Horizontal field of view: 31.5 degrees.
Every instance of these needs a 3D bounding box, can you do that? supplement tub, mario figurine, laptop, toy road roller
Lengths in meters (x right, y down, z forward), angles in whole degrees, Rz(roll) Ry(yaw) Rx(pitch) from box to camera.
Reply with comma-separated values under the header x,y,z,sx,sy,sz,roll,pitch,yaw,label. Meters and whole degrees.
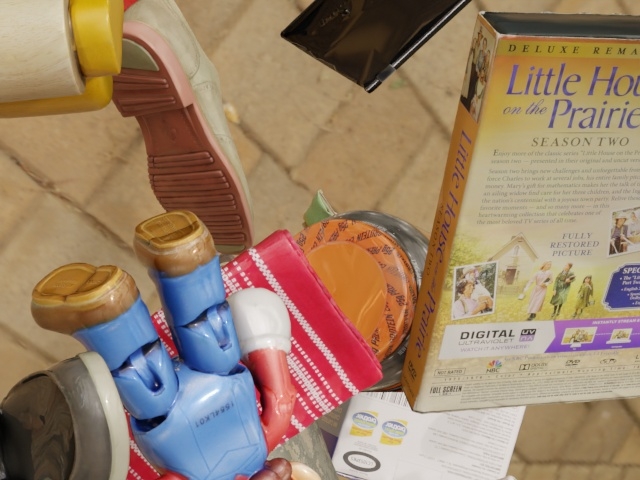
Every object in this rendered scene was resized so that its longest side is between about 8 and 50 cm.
x,y,z,sx,sy,sz,roll,pitch,yaw,label
0.075,0.077,1.347,0.207,0.207,0.338,-66,157,2,supplement tub
-0.104,0.145,0.836,0.198,0.170,0.320,-16,111,4,mario figurine
0.126,-0.436,1.671,0.382,0.408,0.236,-41,121,16,laptop
-0.301,-0.207,1.185,0.202,0.329,0.240,-6,130,-3,toy road roller

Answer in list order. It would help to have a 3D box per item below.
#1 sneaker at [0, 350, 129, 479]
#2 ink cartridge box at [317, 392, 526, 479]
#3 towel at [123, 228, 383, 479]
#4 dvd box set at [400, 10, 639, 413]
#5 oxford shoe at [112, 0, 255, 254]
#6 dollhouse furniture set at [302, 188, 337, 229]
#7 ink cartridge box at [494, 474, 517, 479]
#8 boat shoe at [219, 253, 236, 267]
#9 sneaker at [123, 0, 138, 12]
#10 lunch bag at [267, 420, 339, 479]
x,y,z,sx,sy,sz,roll,pitch,yaw,label
-0.195,0.139,0.649,0.118,0.083,0.222,-8,154,-38,sneaker
0.151,0.237,1.681,0.270,0.151,0.395,18,84,-12,ink cartridge box
-0.094,0.132,0.968,0.275,0.031,0.199,-35,126,-5,towel
0.259,-0.016,1.114,0.308,0.062,0.420,-3,123,-16,dvd box set
-0.163,-0.151,1.537,0.146,0.140,0.397,-65,147,-42,oxford shoe
0.000,0.000,1.775,0.058,0.151,0.076,-13,145,-31,dollhouse furniture set
0.063,0.355,0.972,0.131,0.306,0.226,45,39,-23,ink cartridge box
-0.126,0.117,1.825,0.080,0.073,0.223,-10,124,6,boat shoe
-0.295,-0.342,1.588,0.107,0.279,0.118,55,40,0,sneaker
-0.096,0.251,1.292,0.287,0.169,0.235,12,57,-78,lunch bag
